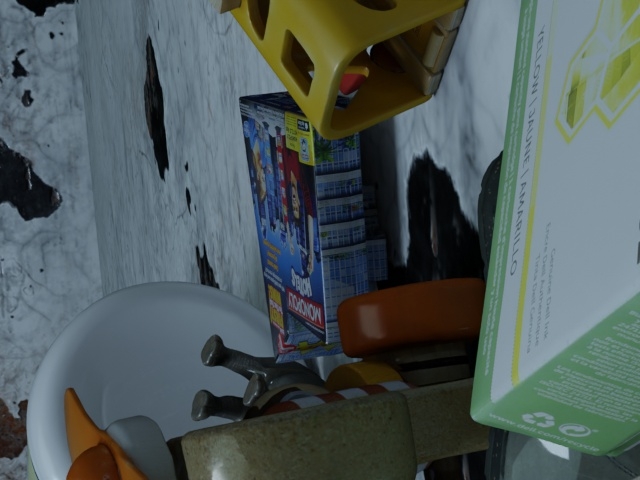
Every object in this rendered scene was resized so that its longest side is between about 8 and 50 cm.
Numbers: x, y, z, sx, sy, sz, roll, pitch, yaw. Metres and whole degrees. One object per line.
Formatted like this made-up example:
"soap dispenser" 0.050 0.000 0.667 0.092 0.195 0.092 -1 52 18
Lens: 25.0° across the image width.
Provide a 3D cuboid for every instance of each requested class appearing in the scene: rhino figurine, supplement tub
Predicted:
"rhino figurine" -0.012 0.140 1.024 0.073 0.106 0.243 -66 24 5
"supplement tub" -0.140 0.198 1.267 0.325 0.235 0.235 113 147 -63

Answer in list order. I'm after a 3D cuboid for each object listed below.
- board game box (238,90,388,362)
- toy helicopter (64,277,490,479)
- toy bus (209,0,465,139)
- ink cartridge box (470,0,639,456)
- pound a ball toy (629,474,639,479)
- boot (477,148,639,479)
"board game box" 0.000 0.000 0.994 0.194 0.060 0.194 -148 52 -71
"toy helicopter" -0.020 0.092 0.650 0.355 0.235 0.140 73 -172 -83
"toy bus" -0.011 -0.155 0.807 0.202 0.104 0.191 16 127 60
"ink cartridge box" 0.116 -0.058 0.367 0.235 0.056 0.171 126 158 -60
"pound a ball toy" 0.150 0.161 0.423 0.319 0.136 0.208 114 169 -60
"boot" 0.126 0.065 0.520 0.161 0.083 0.246 169 93 -69
